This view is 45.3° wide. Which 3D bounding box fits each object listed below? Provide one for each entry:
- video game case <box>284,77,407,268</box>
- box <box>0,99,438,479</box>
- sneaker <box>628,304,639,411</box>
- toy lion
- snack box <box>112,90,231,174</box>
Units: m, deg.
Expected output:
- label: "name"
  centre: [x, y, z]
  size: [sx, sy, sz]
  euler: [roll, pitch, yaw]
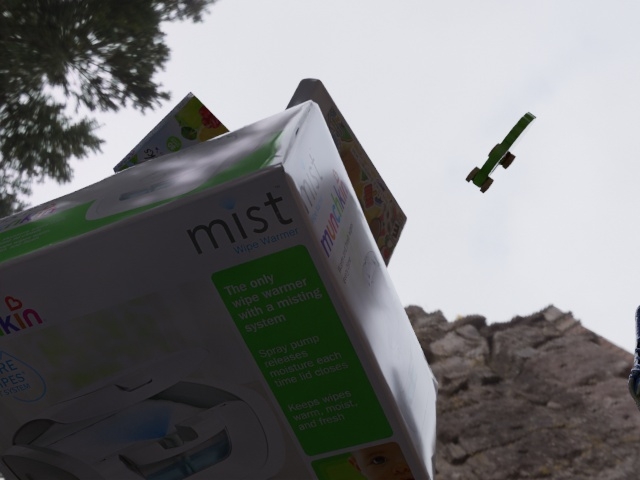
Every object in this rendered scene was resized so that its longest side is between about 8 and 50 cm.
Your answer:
- label: "video game case"
  centre: [0.000, 0.000, 0.723]
  size: [0.227, 0.026, 0.206]
  euler: [52, -124, -47]
- label: "box"
  centre: [-0.084, 0.068, 0.498]
  size: [0.262, 0.126, 0.231]
  euler: [-17, -67, 16]
- label: "sneaker"
  centre: [0.437, 0.164, 0.977]
  size: [0.081, 0.211, 0.080]
  euler: [21, -42, -23]
- label: "toy lion"
  centre: [0.238, -0.119, 0.987]
  size: [0.034, 0.096, 0.100]
  euler: [40, -125, 10]
- label: "snack box"
  centre: [-0.178, -0.104, 0.980]
  size: [0.141, 0.037, 0.100]
  euler: [-44, -63, 0]
